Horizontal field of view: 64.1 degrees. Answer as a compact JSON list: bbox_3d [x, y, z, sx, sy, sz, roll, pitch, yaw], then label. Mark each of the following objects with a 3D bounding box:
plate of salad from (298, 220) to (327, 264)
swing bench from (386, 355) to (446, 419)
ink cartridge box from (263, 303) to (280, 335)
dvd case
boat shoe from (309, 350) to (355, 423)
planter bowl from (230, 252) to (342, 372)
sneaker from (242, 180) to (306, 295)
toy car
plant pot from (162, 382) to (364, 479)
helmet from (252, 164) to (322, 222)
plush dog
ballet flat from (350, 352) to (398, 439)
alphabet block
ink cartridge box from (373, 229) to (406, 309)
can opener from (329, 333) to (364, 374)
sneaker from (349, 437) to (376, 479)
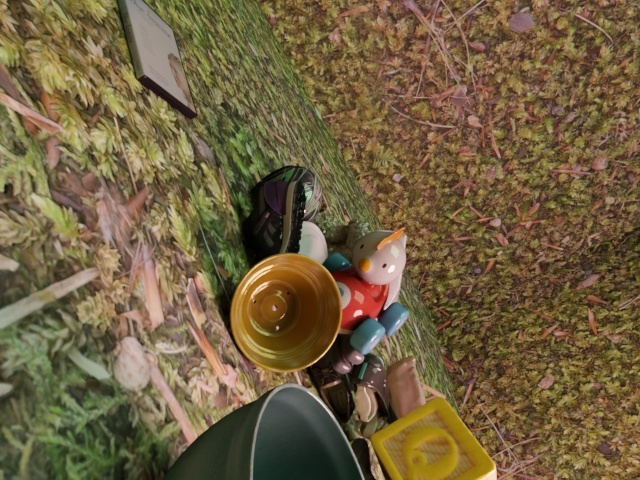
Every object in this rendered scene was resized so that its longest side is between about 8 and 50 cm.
[{"bbox_3d":[-0.050,0.052,1.247,0.199,0.048,0.200,-10,102,-51],"label":"plate of salad"},{"bbox_3d":[0.293,0.544,1.579,0.255,0.165,0.253,51,21,-30],"label":"swing bench"},{"bbox_3d":[-0.103,0.160,1.035,0.083,0.028,0.048,63,15,-13],"label":"ink cartridge box"},{"bbox_3d":[-0.344,-0.398,1.078,0.180,0.022,0.253,29,39,-66],"label":"dvd case"},{"bbox_3d":[0.024,0.307,1.149,0.073,0.080,0.224,-83,151,-76],"label":"boat shoe"},{"bbox_3d":[-0.075,0.131,0.967,0.217,0.217,0.090,63,-21,-11],"label":"planter bowl"},{"bbox_3d":[-0.114,0.004,1.131,0.107,0.124,0.283,56,39,-66],"label":"sneaker"},{"bbox_3d":[0.096,0.064,1.065,0.219,0.238,0.210,40,31,22],"label":"toy car"},{"bbox_3d":[-0.075,0.324,0.536,0.293,0.196,0.293,57,17,-29],"label":"plant pot"},{"bbox_3d":[-0.074,-0.106,1.293,0.169,0.161,0.169,58,16,-28],"label":"helmet"},{"bbox_3d":[0.000,0.000,1.439,0.225,0.210,0.262,56,-20,19],"label":"plush dog"},{"bbox_3d":[0.110,0.375,1.131,0.096,0.095,0.280,-53,135,-47],"label":"ballet flat"},{"bbox_3d":[0.240,0.490,1.078,0.193,0.192,0.197,50,-17,48],"label":"alphabet block"},{"bbox_3d":[0.158,0.200,1.339,0.308,0.091,0.385,69,28,-72],"label":"ink cartridge box"},{"bbox_3d":[0.057,0.188,1.171,0.095,0.076,0.283,36,23,-29],"label":"can opener"},{"bbox_3d":[0.114,0.538,1.018,0.111,0.121,0.300,53,19,-41],"label":"sneaker"}]
